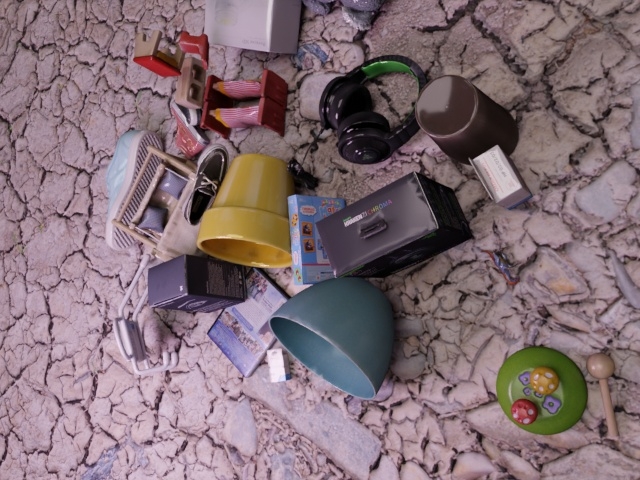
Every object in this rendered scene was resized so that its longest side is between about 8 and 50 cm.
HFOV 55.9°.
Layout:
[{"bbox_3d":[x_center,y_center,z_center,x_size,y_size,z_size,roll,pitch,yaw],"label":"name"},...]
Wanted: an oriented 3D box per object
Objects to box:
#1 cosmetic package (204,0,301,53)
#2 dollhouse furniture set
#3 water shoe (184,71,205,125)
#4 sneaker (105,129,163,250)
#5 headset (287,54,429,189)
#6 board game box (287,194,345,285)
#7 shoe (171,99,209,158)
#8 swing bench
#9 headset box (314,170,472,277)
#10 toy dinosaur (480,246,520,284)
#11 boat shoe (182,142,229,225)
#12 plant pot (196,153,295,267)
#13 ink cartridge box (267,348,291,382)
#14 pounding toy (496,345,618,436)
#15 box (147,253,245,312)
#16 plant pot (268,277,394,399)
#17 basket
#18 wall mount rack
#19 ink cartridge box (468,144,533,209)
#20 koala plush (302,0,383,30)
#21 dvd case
[{"bbox_3d":[-0.176,-0.617,1.580,0.224,0.138,0.225,17,112,28],"label":"cosmetic package"},{"bbox_3d":[-0.265,-0.380,1.510,0.201,0.374,0.152,2,83,30],"label":"dollhouse furniture set"},{"bbox_3d":[-0.351,-0.406,1.735,0.073,0.080,0.203,117,147,-52],"label":"water shoe"},{"bbox_3d":[-0.581,-0.154,1.809,0.150,0.135,0.366,12,83,36],"label":"sneaker"},{"bbox_3d":[0.091,-0.269,1.452,0.394,0.185,0.243,-33,56,11],"label":"headset"},{"bbox_3d":[0.000,0.000,1.459,0.039,0.160,0.211,-11,81,48],"label":"board game box"},{"bbox_3d":[-0.399,-0.321,1.749,0.081,0.063,0.178,-42,72,16],"label":"shoe"},{"bbox_3d":[-0.398,-0.088,1.676,0.254,0.165,0.253,33,100,27],"label":"swing bench"},{"bbox_3d":[0.161,-0.023,1.304,0.246,0.283,0.131,-27,74,23],"label":"headset box"},{"bbox_3d":[0.403,0.057,1.319,0.090,0.047,0.082,-8,92,61],"label":"toy dinosaur"},{"bbox_3d":[-0.287,-0.139,1.542,0.219,0.077,0.070,-66,26,12],"label":"boat shoe"},{"bbox_3d":[-0.165,-0.078,1.518,0.254,0.254,0.239,-1,72,28],"label":"plant pot"},{"bbox_3d":[-0.108,0.323,1.568,0.048,0.028,0.083,-12,81,27],"label":"ink cartridge box"},{"bbox_3d":[0.465,0.311,1.216,0.237,0.110,0.183,-4,85,28],"label":"pounding toy"},{"bbox_3d":[-0.323,0.118,1.581,0.153,0.207,0.108,-19,69,33],"label":"box"},{"bbox_3d":[0.054,0.194,1.378,0.290,0.290,0.195,25,63,27],"label":"plant pot"},{"bbox_3d":[0.299,-0.255,1.278,0.204,0.227,0.154,27,99,26],"label":"basket"},{"bbox_3d":[-0.480,0.212,1.660,0.130,0.350,0.304,-15,81,-10],"label":"wall mount rack"},{"bbox_3d":[0.377,-0.130,1.253,0.061,0.181,0.104,-32,73,23],"label":"ink cartridge box"},{"bbox_3d":[0.063,-0.625,1.466,0.221,0.203,0.196,39,105,13],"label":"koala plush"},{"bbox_3d":[-0.185,0.215,1.621,0.180,0.022,0.253,42,106,25],"label":"dvd case"}]
